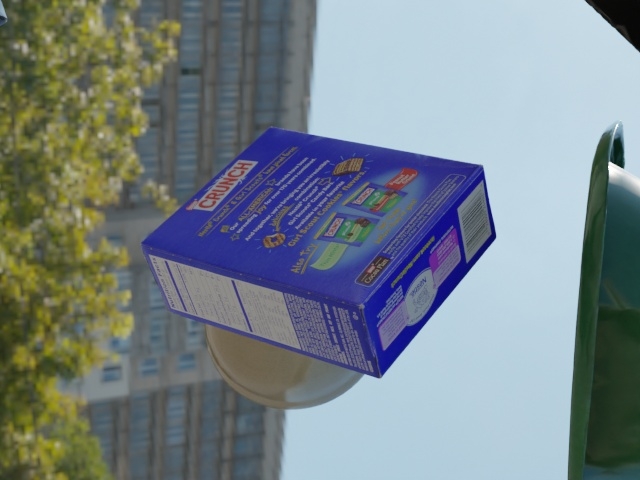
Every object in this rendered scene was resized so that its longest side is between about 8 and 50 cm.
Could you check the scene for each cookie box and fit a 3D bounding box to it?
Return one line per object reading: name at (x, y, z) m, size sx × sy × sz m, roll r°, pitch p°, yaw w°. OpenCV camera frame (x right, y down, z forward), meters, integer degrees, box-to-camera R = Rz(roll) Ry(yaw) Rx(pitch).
cookie box at (0.000, 0.000, 0.487) m, size 0.107 × 0.092 × 0.040 m, roll 15°, pitch -45°, yaw 34°

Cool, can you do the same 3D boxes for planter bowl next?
planter bowl at (-0.028, 0.054, 1.063) m, size 0.109 × 0.162 × 0.162 m, roll 78°, pitch -5°, yaw -65°

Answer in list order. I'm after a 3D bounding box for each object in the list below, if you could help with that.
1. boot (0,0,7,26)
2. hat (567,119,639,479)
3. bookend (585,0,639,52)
boot at (-0.164, -0.193, 0.410) m, size 0.264 × 0.280 × 0.096 m, roll -27°, pitch -117°, yaw 18°
hat at (0.202, 0.059, 0.505) m, size 0.173 × 0.184 × 0.208 m, roll -43°, pitch 136°, yaw -66°
bookend at (0.137, -0.163, 0.440) m, size 0.156 × 0.157 × 0.072 m, roll 49°, pitch -22°, yaw 22°
